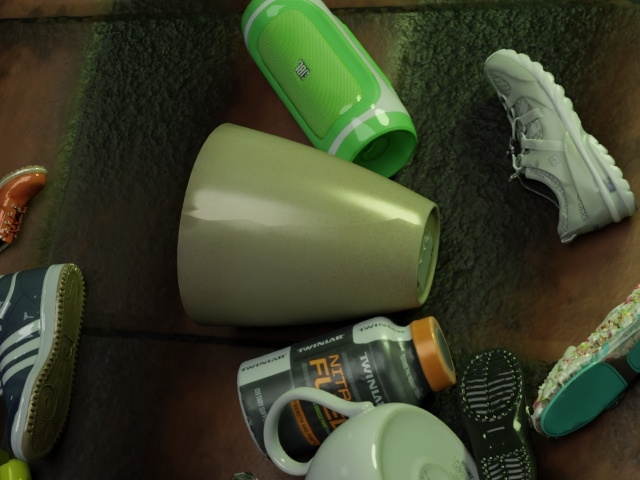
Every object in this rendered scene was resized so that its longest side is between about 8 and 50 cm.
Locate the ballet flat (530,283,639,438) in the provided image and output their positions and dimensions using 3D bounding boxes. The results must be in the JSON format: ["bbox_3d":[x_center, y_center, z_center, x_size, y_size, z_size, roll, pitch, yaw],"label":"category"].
[{"bbox_3d":[0.330,0.133,1.492,0.241,0.091,0.077,-39,30,-3],"label":"ballet flat"}]

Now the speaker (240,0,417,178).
[{"bbox_3d":[0.008,-0.211,1.728,0.131,0.131,0.296,-36,60,3],"label":"speaker"}]

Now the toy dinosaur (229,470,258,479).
[{"bbox_3d":[-0.129,0.366,1.506,0.164,0.322,0.218,21,87,-14],"label":"toy dinosaur"}]

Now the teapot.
[{"bbox_3d":[0.060,0.311,1.433,0.187,0.252,0.256,-33,39,31],"label":"teapot"}]

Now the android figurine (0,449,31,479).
[{"bbox_3d":[-0.485,0.377,1.701,0.248,0.056,0.272,-18,61,13],"label":"android figurine"}]

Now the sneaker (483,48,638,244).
[{"bbox_3d":[0.270,-0.122,1.600,0.115,0.105,0.281,-33,61,4],"label":"sneaker"}]

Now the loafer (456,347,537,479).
[{"bbox_3d":[0.205,0.223,1.493,0.080,0.078,0.220,-10,47,12],"label":"loafer"}]

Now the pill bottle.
[{"bbox_3d":[0.035,0.169,1.548,0.246,0.130,0.130,-20,62,11],"label":"pill bottle"}]

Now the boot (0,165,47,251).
[{"bbox_3d":[-0.447,-0.040,1.869,0.158,0.059,0.084,-39,63,11],"label":"boot"}]

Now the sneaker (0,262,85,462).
[{"bbox_3d":[-0.415,0.164,1.738,0.153,0.099,0.282,-3,60,15],"label":"sneaker"}]

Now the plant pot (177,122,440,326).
[{"bbox_3d":[0.000,0.000,1.587,0.274,0.256,0.256,9,71,14],"label":"plant pot"}]
